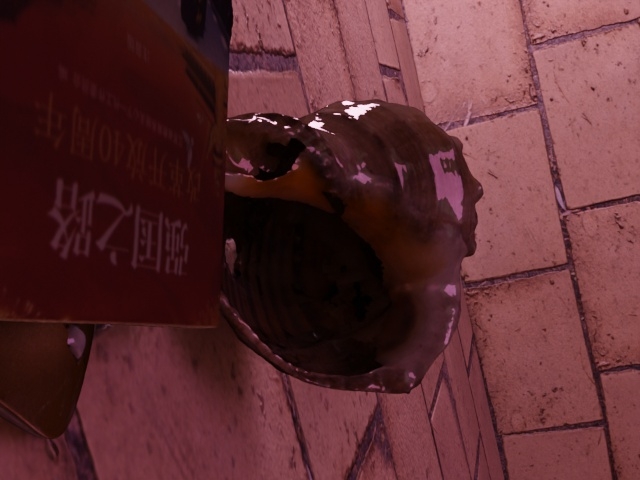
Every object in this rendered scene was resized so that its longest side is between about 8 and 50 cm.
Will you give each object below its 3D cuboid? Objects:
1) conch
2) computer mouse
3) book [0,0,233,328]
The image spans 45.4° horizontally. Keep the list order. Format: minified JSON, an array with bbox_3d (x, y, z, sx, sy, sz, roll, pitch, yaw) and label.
[{"bbox_3d":[-0.003,0.004,0.645,0.186,0.324,0.263,-43,-131,54],"label":"conch"},{"bbox_3d":[-0.156,0.018,0.344,0.199,0.045,0.102,60,27,-47],"label":"computer mouse"},{"bbox_3d":[-0.104,-0.142,0.404,0.262,0.028,0.373,26,63,-74],"label":"book"}]
